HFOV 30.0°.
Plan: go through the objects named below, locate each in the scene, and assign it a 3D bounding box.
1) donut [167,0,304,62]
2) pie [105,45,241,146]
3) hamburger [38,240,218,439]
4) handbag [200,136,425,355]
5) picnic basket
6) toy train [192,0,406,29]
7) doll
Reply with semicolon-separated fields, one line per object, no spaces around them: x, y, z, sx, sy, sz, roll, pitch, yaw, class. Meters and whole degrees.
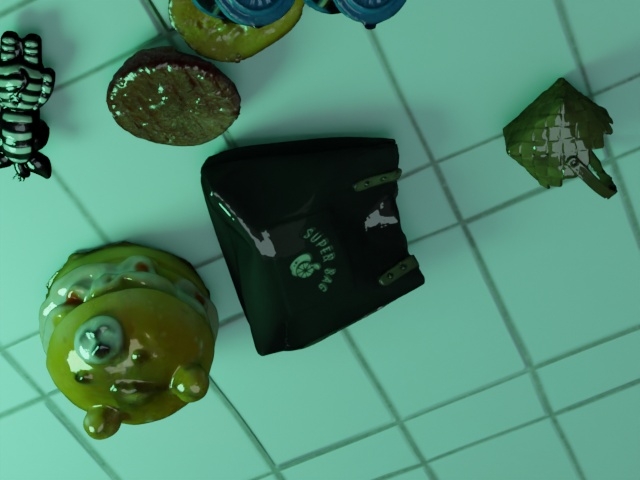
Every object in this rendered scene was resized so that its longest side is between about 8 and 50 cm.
-0.109;-0.319;1.555;0.178;0.065;0.162;-25;131;9;donut
-0.200;-0.190;1.620;0.182;0.049;0.182;2;145;1;pie
-0.288;0.161;1.798;0.276;0.237;0.276;-6;128;-8;hamburger
0.000;0.000;1.764;0.288;0.152;0.342;-18;120;-5;handbag
0.368;-0.132;1.732;0.178;0.128;0.138;41;117;-14;picnic basket
-0.035;-0.385;1.396;0.300;0.188;0.265;-4;106;-18;toy train
-0.406;-0.179;1.617;0.091;0.067;0.219;5;121;-8;doll
